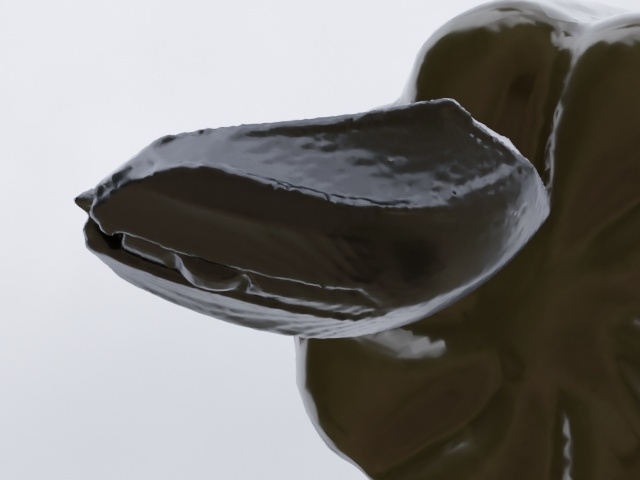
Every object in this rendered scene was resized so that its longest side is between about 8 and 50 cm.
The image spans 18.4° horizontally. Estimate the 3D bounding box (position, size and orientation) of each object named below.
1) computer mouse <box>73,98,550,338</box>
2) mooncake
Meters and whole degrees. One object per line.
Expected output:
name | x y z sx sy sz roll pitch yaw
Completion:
computer mouse | 0.000 0.000 0.696 0.172 0.057 0.099 -2 -29 -9
mooncake | 0.162 0.040 1.140 0.378 0.378 0.200 -42 -26 27
